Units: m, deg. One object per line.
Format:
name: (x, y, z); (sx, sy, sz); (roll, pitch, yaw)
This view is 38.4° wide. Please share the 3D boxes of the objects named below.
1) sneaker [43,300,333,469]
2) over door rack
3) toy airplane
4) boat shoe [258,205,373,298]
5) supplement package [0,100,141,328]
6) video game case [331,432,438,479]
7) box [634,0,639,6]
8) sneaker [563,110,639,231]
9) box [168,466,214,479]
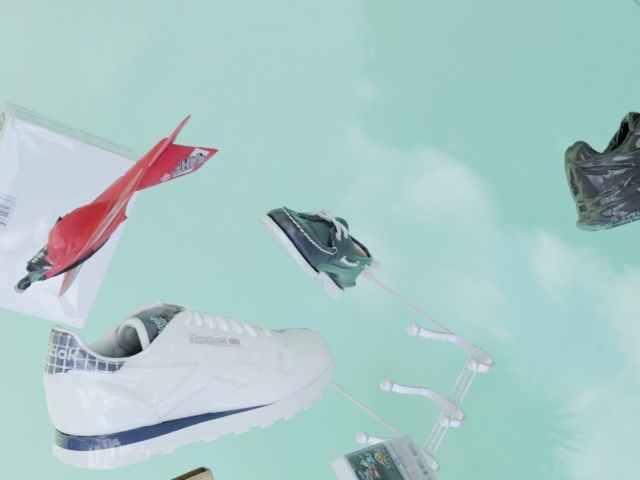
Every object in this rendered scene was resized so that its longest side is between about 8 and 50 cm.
sneaker: (-0.082, 0.086, 0.657); (0.235, 0.090, 0.094); (-11, 97, -43)
over door rack: (0.110, 0.210, 1.537); (0.108, 0.324, 0.239); (0, 121, -45)
toy airplane: (-0.114, -0.021, 0.518); (0.151, 0.151, 0.028); (-43, 93, 13)
boat shoe: (0.000, 0.000, 1.303); (0.091, 0.114, 0.302); (-40, 163, 2)
supplement package: (-0.403, -0.038, 1.336); (0.204, 0.145, 0.261); (20, 98, -26)
video game case: (0.107, 0.320, 1.055); (0.022, 0.190, 0.173); (-40, 159, 24)
box: (0.430, -0.366, 1.021); (0.307, 0.076, 0.242); (6, 102, -55)
sneaker: (0.435, -0.108, 1.133); (0.286, 0.109, 0.130); (-18, 83, -9)
box: (-0.137, 0.307, 0.745); (0.164, 0.021, 0.201); (-15, 94, -36)
